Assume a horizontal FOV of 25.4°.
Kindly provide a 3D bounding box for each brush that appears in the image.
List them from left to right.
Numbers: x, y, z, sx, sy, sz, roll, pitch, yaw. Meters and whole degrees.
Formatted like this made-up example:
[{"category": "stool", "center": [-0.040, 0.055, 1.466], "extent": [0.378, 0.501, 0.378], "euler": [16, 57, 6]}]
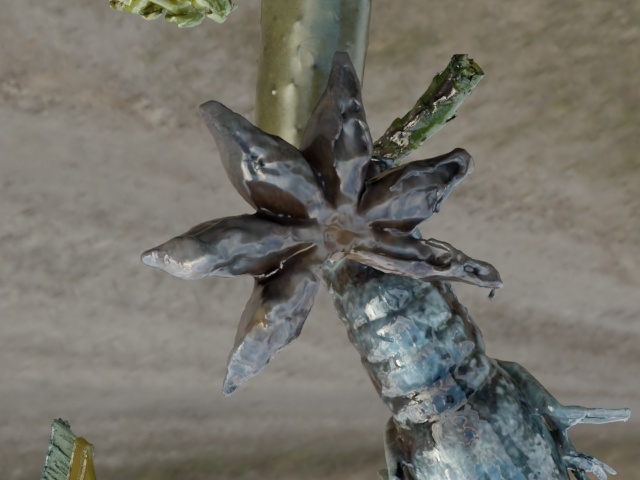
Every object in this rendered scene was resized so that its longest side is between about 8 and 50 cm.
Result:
[{"category": "brush", "center": [-0.137, 0.186, 0.923], "extent": [0.010, 0.082, 0.218], "euler": [7, -171, -36]}]

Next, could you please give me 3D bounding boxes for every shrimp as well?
[{"category": "shrimp", "center": [0.103, 0.134, 1.027], "extent": [0.221, 0.410, 0.166], "euler": [-29, -167, 8]}]

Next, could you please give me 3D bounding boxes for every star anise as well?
[{"category": "star anise", "center": [-0.003, -0.017, 0.823], "extent": [0.208, 0.171, 0.063], "euler": [-19, -178, -12]}]

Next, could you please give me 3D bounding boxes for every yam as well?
[{"category": "yam", "center": [0.000, -0.214, 0.910], "extent": [0.083, 0.371, 0.083], "euler": [6, -168, -1]}]

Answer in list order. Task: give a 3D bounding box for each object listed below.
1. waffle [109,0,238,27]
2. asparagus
[{"category": "waffle", "center": [-0.147, -0.256, 1.048], "extent": [0.054, 0.214, 0.208], "euler": [-49, 148, -34]}, {"category": "asparagus", "center": [0.063, -0.080, 1.105], "extent": [0.165, 0.036, 0.030], "euler": [-44, 177, 26]}]
